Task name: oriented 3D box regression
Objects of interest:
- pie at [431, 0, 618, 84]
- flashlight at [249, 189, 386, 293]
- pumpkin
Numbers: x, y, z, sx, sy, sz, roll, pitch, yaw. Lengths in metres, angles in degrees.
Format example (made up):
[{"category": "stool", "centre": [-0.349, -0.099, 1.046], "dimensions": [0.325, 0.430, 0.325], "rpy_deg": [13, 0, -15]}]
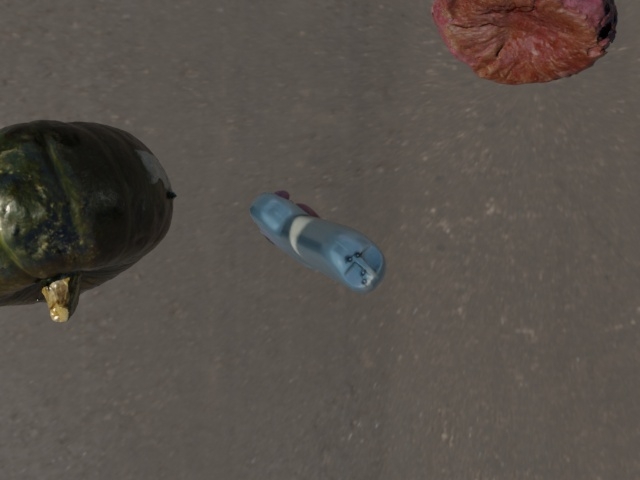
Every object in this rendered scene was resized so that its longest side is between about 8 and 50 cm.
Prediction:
[{"category": "pie", "centre": [0.158, -0.173, 0.833], "dimensions": [0.154, 0.153, 0.038], "rpy_deg": [3, 66, 11]}, {"category": "flashlight", "centre": [0.000, 0.000, 0.927], "dimensions": [0.093, 0.200, 0.047], "rpy_deg": [43, 82, -24]}, {"category": "pumpkin", "centre": [-0.276, -0.008, 1.062], "dimensions": [0.260, 0.260, 0.189], "rpy_deg": [-26, 79, 14]}]
